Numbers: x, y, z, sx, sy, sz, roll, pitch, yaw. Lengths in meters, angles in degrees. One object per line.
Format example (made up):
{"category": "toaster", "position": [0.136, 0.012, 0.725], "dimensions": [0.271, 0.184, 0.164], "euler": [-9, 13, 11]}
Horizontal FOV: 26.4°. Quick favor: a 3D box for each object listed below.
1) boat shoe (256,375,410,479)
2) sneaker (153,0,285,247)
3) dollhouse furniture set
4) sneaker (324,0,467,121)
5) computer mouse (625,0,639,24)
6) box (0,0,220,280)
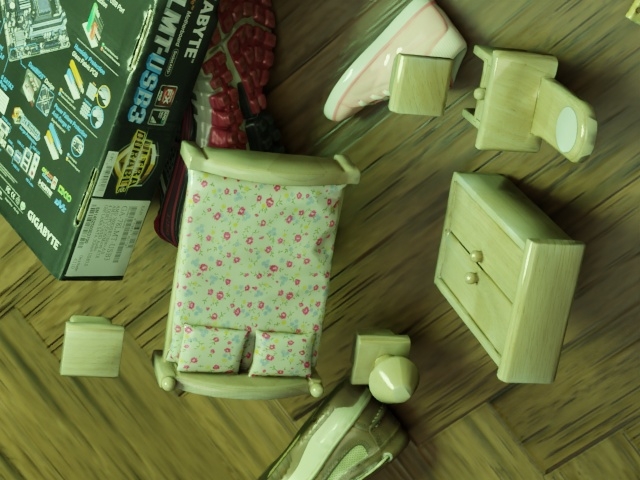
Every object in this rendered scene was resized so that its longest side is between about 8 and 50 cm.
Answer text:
{"category": "boat shoe", "position": [-0.016, 0.246, 1.243], "dimensions": [0.095, 0.095, 0.257], "euler": [38, 113, -1]}
{"category": "sneaker", "position": [-0.108, -0.129, 1.155], "dimensions": [0.112, 0.121, 0.299], "euler": [2, 102, 30]}
{"category": "dollhouse furniture set", "position": [0.000, 0.000, 1.031], "dimensions": [0.355, 0.174, 0.303], "euler": [3, 111, -17]}
{"category": "sneaker", "position": [0.065, -0.132, 1.129], "dimensions": [0.070, 0.051, 0.134], "euler": [46, 110, 7]}
{"category": "computer mouse", "position": [0.307, -0.118, 1.047], "dimensions": [0.184, 0.060, 0.262], "euler": [29, 112, 8]}
{"category": "box", "position": [-0.214, -0.164, 1.131], "dimensions": [0.295, 0.073, 0.293], "euler": [42, 117, 39]}
